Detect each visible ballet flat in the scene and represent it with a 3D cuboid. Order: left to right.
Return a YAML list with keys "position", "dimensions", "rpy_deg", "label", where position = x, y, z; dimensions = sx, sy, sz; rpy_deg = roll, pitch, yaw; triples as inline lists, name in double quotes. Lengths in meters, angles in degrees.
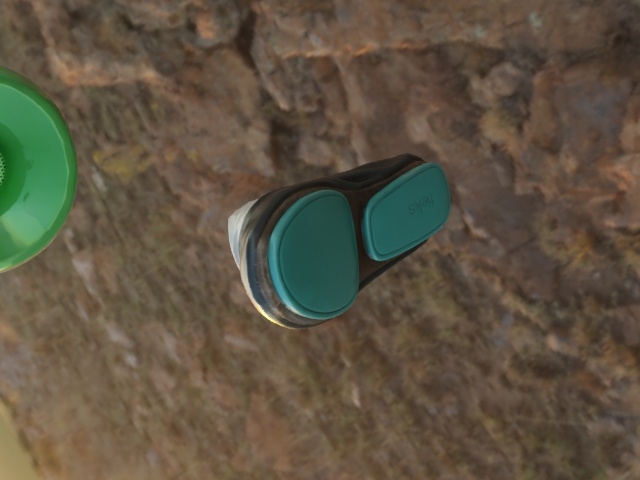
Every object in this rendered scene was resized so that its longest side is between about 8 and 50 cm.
- position: [0.000, 0.000, 0.744]
  dimensions: [0.096, 0.280, 0.095]
  rpy_deg: [-3, 99, 29]
  label: "ballet flat"

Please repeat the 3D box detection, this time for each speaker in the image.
- position: [-0.243, -0.055, 0.688]
  dimensions: [0.296, 0.131, 0.131]
  rpy_deg: [18, 134, 63]
  label: "speaker"
